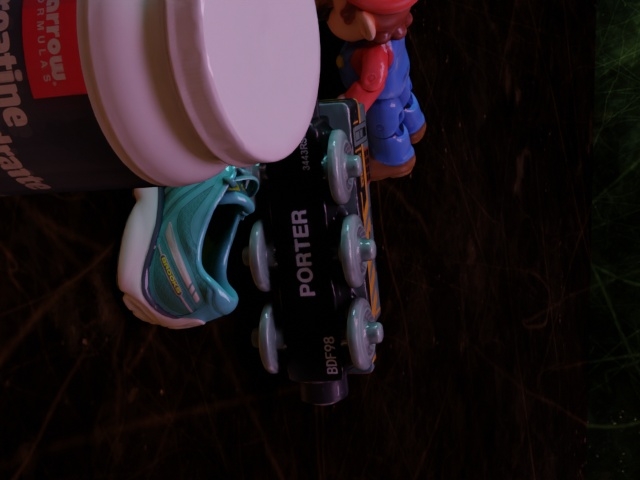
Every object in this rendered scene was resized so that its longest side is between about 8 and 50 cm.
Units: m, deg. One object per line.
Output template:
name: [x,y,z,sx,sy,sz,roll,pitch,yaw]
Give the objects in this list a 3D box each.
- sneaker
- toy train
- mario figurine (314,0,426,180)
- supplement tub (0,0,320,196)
sneaker: [-0.104,-0.054,1.213,0.107,0.110,0.275,32,59,-61]
toy train: [0.000,0.000,1.416,0.190,0.142,0.334,-41,125,-71]
mario figurine: [0.038,-0.233,1.574,0.198,0.170,0.320,-119,-166,-47]
supplement tub: [-0.157,-0.128,0.908,0.191,0.272,0.191,-3,90,-65]
